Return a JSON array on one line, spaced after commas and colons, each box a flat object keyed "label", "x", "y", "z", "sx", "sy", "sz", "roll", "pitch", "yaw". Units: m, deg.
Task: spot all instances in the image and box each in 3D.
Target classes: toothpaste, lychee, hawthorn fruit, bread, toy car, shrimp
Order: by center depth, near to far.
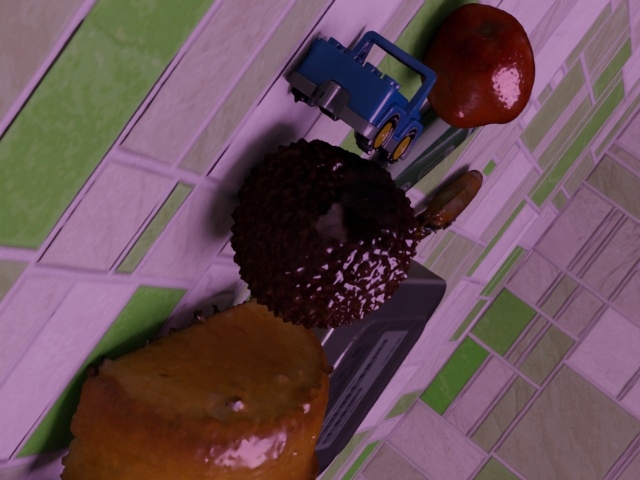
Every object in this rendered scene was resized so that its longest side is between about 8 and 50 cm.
[{"label": "toy car", "x": 0.047, "y": -0.142, "z": 1.111, "sx": 0.100, "sy": 0.097, "sz": 0.191, "roll": -54, "pitch": 165, "yaw": 6}, {"label": "lychee", "x": 0.000, "y": 0.000, "z": 1.134, "sx": 0.188, "sy": 0.188, "sz": 0.188, "roll": -47, "pitch": 164, "yaw": -17}, {"label": "bread", "x": -0.094, "y": 0.195, "z": 1.218, "sx": 0.340, "sy": 0.179, "sz": 0.194, "roll": -22, "pitch": 134, "yaw": -51}, {"label": "hawthorn fruit", "x": 0.178, "y": -0.195, "z": 1.316, "sx": 0.133, "sy": 0.132, "sz": 0.138, "roll": -46, "pitch": 150, "yaw": -21}, {"label": "toothpaste", "x": 0.144, "y": -0.132, "z": 1.499, "sx": 0.392, "sy": 0.061, "sz": 0.099, "roll": -42, "pitch": 163, "yaw": -21}, {"label": "shrimp", "x": 0.185, "y": -0.043, "z": 1.873, "sx": 0.133, "sy": 0.053, "sz": 0.236, "roll": -38, "pitch": -179, "yaw": 41}]

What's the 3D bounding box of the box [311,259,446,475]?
[{"label": "box", "x": 0.006, "y": 0.188, "z": 1.565, "sx": 0.367, "sy": 0.090, "sz": 0.373, "roll": -58, "pitch": 160, "yaw": 11}]
